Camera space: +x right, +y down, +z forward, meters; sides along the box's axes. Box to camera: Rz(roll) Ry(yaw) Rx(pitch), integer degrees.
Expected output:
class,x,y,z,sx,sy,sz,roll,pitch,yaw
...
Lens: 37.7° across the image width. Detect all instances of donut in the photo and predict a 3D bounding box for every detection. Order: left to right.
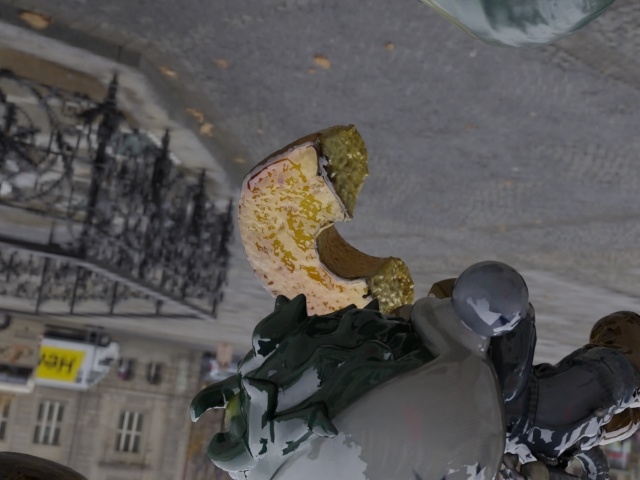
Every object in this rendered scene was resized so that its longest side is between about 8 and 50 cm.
class,x,y,z,sx,sy,sz,roll,pitch,yaw
donut,-0.005,-0.004,1.000,0.152,0.101,0.259,-1,122,34

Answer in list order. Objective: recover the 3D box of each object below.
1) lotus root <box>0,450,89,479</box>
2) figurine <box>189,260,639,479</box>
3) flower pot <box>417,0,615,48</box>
class,x,y,z,sx,sy,sz,roll,pitch,yaw
lotus root,-0.295,0.259,0.881,0.210,0.120,0.120,11,171,5
figurine,0.092,0.113,0.677,0.382,0.261,0.186,-6,-143,-36
flower pot,0.117,-0.238,0.675,0.189,0.157,0.243,19,-157,-50
